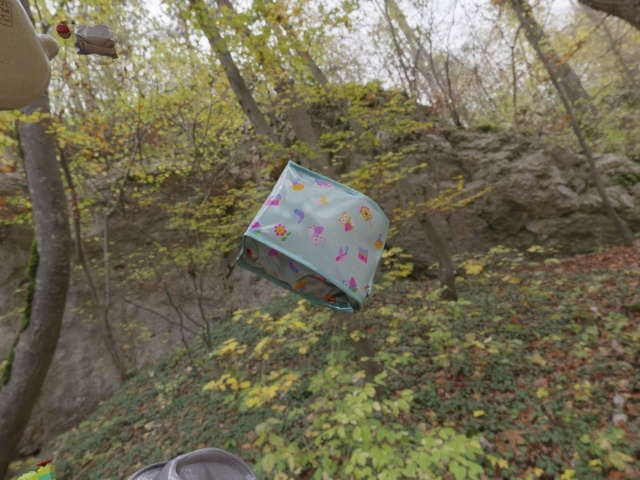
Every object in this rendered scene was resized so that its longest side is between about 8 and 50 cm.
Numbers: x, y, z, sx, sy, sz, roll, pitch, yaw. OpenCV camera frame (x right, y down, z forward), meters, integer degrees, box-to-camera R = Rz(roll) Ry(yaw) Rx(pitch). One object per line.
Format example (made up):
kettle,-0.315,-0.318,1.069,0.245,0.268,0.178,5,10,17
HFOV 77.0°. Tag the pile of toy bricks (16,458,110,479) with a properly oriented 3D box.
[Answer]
pile of toy bricks,-0.404,0.374,0.576,0.213,0.105,0.118,-17,-24,-14

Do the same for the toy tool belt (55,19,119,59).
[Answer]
toy tool belt,-0.381,-0.323,0.662,0.084,0.052,0.051,-2,-27,-18

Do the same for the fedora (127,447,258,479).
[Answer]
fedora,-0.214,0.472,0.734,0.124,0.276,0.243,-58,15,9

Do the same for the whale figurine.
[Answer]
whale figurine,-0.585,-0.365,0.699,0.141,0.271,0.216,1,5,36

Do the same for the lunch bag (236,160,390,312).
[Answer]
lunch bag,0.000,0.000,0.810,0.223,0.263,0.160,-66,4,-34
